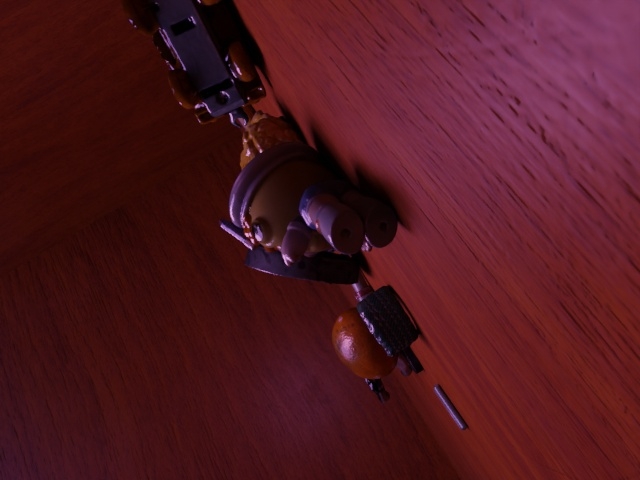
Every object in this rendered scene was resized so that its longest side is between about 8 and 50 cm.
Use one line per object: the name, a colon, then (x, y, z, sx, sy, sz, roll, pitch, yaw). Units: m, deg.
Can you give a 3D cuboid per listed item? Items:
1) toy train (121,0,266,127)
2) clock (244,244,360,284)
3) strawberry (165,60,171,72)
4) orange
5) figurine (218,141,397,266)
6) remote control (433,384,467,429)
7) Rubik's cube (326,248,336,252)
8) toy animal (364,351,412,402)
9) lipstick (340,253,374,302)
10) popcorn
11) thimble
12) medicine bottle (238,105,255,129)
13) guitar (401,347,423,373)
toy train: (-0.237, -0.398, 0.843, 0.232, 0.163, 0.369, -107, -7, -51)
clock: (-0.046, 0.058, 1.181, 0.319, 0.318, 0.066, -152, 73, -83)
strawberry: (-0.325, -0.542, 1.022, 0.280, 0.150, 0.254, -122, 23, -52)
orange: (0.133, 0.319, 1.333, 0.240, 0.171, 0.240, 55, -176, -6)
figurine: (-0.001, -0.065, 0.712, 0.381, 0.224, 0.205, 10, 113, 53)
remote control: (0.335, 0.432, 1.111, 0.124, 0.017, 0.053, 56, 175, 29)
Rubik's cube: (0.000, 0.000, 1.476, 0.092, 0.092, 0.092, 57, 176, 24)
toy animal: (0.178, 0.388, 1.628, 0.303, 0.194, 0.344, 53, 175, -15)
lipstick: (0.106, 0.114, 1.301, 0.186, 0.057, 0.063, 61, 178, 2)
popcorn: (-0.108, -0.189, 0.938, 0.179, 0.170, 0.180, 20, 148, 14)
thimble: (0.148, 0.177, 0.953, 0.135, 0.090, 0.118, 56, 179, -4)
medicine bottle: (-0.254, -0.431, 1.537, 0.218, 0.073, 0.074, 54, 175, 31)
guitar: (0.232, 0.291, 1.282, 0.233, 0.025, 0.088, 59, 178, 3)
